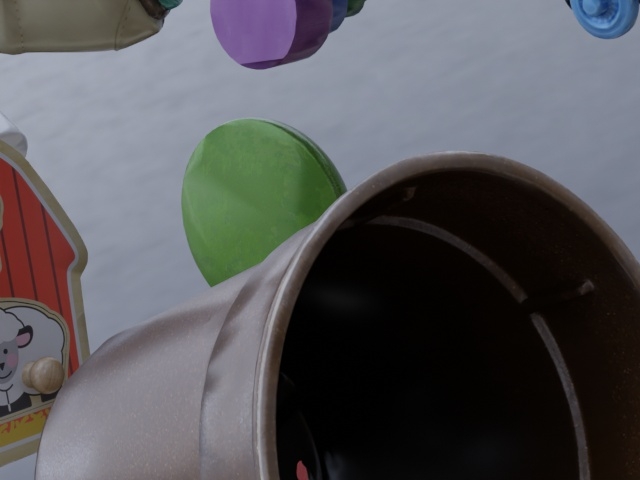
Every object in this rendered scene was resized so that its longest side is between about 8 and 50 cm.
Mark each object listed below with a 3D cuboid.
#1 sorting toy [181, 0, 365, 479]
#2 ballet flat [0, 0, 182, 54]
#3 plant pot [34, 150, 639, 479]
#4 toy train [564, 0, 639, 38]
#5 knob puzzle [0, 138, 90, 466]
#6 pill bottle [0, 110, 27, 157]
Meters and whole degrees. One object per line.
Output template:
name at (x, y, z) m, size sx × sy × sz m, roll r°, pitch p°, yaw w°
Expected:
sorting toy at (0.000, 0.000, 0.967) m, size 0.127 × 0.365 × 0.126 m, roll 14°, pitch 23°, yaw 37°
ballet flat at (-0.113, -0.171, 0.495) m, size 0.086 × 0.248 × 0.086 m, roll -11°, pitch 28°, yaw 6°
plant pot at (0.003, 0.072, 0.488) m, size 0.167 × 0.167 × 0.165 m, roll -35°, pitch 10°, yaw -38°
toy train at (0.188, -0.172, 0.797) m, size 0.080 × 0.105 × 0.184 m, roll -28°, pitch 11°, yaw -37°
knob puzzle at (-0.183, 0.023, 0.759) m, size 0.030 × 0.213 × 0.213 m, roll -2°, pitch 25°, yaw 42°
pill bottle at (-0.400, -0.145, 1.297) m, size 0.176 × 0.318 × 0.176 m, roll -46°, pitch -10°, yaw -11°
